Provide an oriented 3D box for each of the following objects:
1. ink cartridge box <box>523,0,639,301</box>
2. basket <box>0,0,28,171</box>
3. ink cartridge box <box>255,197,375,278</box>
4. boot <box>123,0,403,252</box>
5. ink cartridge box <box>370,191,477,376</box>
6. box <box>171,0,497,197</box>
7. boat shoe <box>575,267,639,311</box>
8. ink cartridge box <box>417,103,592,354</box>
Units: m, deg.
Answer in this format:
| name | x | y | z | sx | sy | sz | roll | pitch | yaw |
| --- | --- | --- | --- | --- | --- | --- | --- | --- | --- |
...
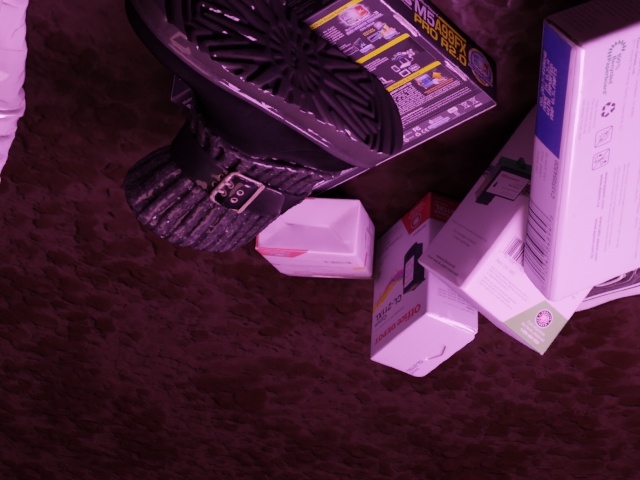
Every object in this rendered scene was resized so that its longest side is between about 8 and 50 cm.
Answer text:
| name | x | y | z | sx | sy | sz | roll | pitch | yaw |
| --- | --- | --- | --- | --- | --- | --- | --- | --- | --- |
| ink cartridge box | 0.359 | -0.122 | 1.358 | 0.330 | 0.071 | 0.324 | -21 | 136 | -19 |
| basket | -0.447 | -0.124 | 1.325 | 0.266 | 0.328 | 0.331 | 13 | 144 | -5 |
| ink cartridge box | 0.000 | 0.000 | 1.617 | 0.115 | 0.067 | 0.198 | 3 | 170 | 9 |
| boot | -0.117 | -0.121 | 1.349 | 0.260 | 0.131 | 0.348 | -26 | 134 | 34 |
| ink cartridge box | 0.123 | 0.052 | 1.622 | 0.072 | 0.175 | 0.127 | 22 | 140 | -21 |
| box | 0.015 | -0.165 | 1.437 | 0.270 | 0.060 | 0.216 | -26 | 134 | 34 |
| boat shoe | 0.352 | 0.025 | 1.644 | 0.070 | 0.077 | 0.219 | 30 | 139 | -32 |
| ink cartridge box | 0.238 | -0.013 | 1.495 | 0.160 | 0.092 | 0.219 | 38 | 88 | -37 |
